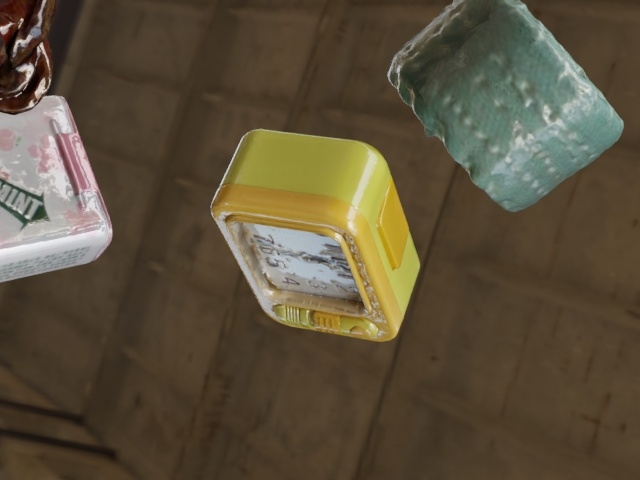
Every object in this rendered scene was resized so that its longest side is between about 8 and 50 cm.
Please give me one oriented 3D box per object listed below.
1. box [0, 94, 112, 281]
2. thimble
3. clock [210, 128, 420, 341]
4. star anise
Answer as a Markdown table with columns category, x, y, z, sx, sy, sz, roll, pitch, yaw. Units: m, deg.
| category | x | y | z | sx | sy | sz | roll | pitch | yaw |
| --- | --- | --- | --- | --- | --- | --- | --- | --- | --- |
| box | -0.424 | -0.033 | 1.418 | 0.112 | 0.369 | 0.190 | -44 | -117 | 55 |
| thimble | 0.171 | -0.137 | 1.276 | 0.143 | 0.198 | 0.235 | -41 | -165 | 12 |
| clock | 0.000 | 0.000 | 1.179 | 0.143 | 0.202 | 0.096 | 10 | -121 | 24 |
| star anise | -0.304 | -0.141 | 1.193 | 0.272 | 0.102 | 0.272 | -44 | -174 | 5 |
